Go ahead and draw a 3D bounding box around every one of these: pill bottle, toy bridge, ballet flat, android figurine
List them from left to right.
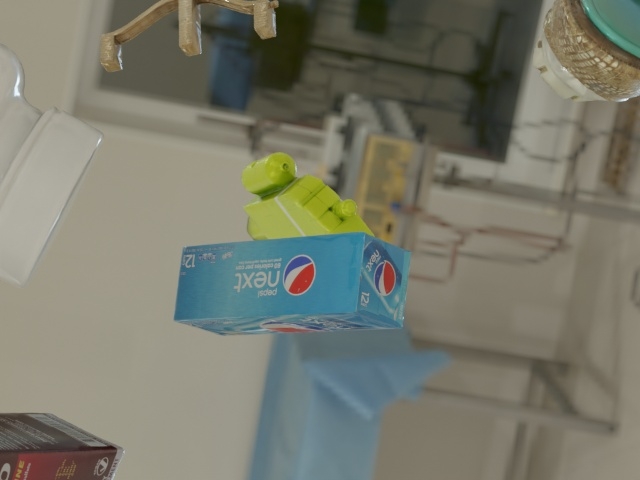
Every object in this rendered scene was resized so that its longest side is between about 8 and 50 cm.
[{"bbox_3d":[-0.279,-0.081,1.067,0.152,0.272,0.152,-62,5,9],"label":"pill bottle"},{"bbox_3d":[-0.130,-0.217,1.721,0.026,0.188,0.063,50,-147,-60],"label":"toy bridge"},{"bbox_3d":[0.000,0.000,2.098,0.056,0.248,0.273,-42,9,-21],"label":"android figurine"},{"bbox_3d":[0.141,-0.101,0.844,0.067,0.073,0.206,-46,1,28],"label":"ballet flat"}]

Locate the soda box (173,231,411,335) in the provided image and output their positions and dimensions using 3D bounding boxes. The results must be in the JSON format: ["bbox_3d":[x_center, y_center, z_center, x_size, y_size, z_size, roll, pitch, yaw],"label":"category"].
[{"bbox_3d":[-0.027,0.040,1.487,0.210,0.067,0.071,-5,72,40],"label":"soda box"}]

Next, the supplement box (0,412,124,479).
[{"bbox_3d":[-0.234,0.184,1.134,0.239,0.073,0.130,13,-81,-67],"label":"supplement box"}]
